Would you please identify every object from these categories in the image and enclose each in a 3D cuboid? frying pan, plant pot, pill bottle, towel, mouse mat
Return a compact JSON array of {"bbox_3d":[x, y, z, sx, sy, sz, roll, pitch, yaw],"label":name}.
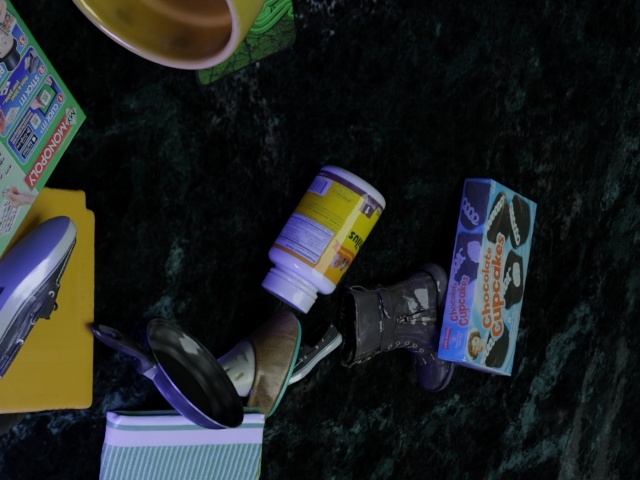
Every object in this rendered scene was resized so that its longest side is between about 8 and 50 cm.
[{"bbox_3d":[-0.203,0.195,1.811,0.053,0.197,0.326,-41,170,13],"label":"frying pan"},{"bbox_3d":[-0.156,-0.376,1.577,0.239,0.254,0.254,-61,142,-29],"label":"plant pot"},{"bbox_3d":[0.000,0.000,2.009,0.215,0.117,0.117,-58,139,-7],"label":"pill bottle"},{"bbox_3d":[-0.212,0.397,1.976,0.248,0.038,0.325,0,114,-15],"label":"towel"},{"bbox_3d":[-0.108,-0.311,1.823,0.189,0.007,0.153,-31,129,-33],"label":"mouse mat"}]

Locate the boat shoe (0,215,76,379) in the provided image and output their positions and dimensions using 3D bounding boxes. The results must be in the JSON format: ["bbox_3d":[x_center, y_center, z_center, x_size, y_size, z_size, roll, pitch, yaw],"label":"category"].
[{"bbox_3d":[-0.352,0.076,1.567,0.076,0.080,0.228,54,52,-39],"label":"boat shoe"}]

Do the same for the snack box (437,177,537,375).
[{"bbox_3d":[0.298,0.067,2.324,0.187,0.060,0.322,21,76,-53],"label":"snack box"}]

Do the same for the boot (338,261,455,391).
[{"bbox_3d":[0.120,0.169,2.252,0.229,0.091,0.263,-21,113,-38],"label":"boot"}]

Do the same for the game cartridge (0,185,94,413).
[{"bbox_3d":[-0.415,0.069,1.592,0.323,0.052,0.285,5,84,-49],"label":"game cartridge"}]

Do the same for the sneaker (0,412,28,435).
[{"bbox_3d":[-0.521,0.240,1.597,0.384,0.145,0.147,-25,167,-49],"label":"sneaker"}]

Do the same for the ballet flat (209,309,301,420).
[{"bbox_3d":[-0.140,0.259,2.019,0.124,0.116,0.342,16,102,-31],"label":"ballet flat"}]

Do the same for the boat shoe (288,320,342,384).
[{"bbox_3d":[-0.025,0.183,2.135,0.142,0.049,0.040,-38,114,-29],"label":"boat shoe"}]

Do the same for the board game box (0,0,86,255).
[{"bbox_3d":[-0.401,-0.100,1.504,0.317,0.046,0.213,-66,148,-31],"label":"board game box"}]
